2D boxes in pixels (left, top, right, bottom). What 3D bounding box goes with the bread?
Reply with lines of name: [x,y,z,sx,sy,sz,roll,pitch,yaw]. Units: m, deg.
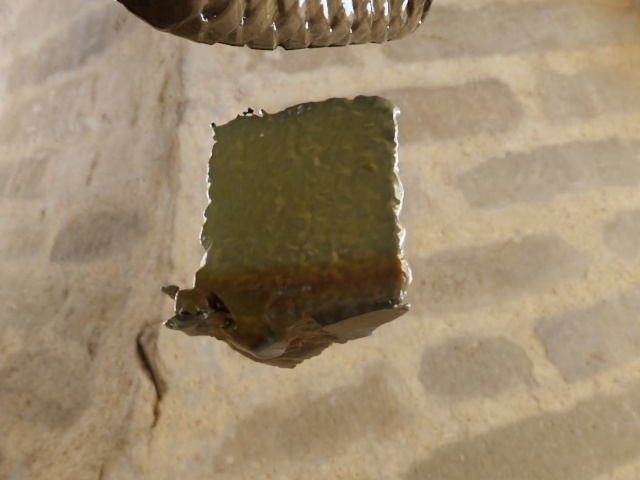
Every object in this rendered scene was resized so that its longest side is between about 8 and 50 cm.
bread: [0.000,0.000,0.553,0.152,0.147,0.127,-13,153,35]

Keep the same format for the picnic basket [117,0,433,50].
picnic basket: [-0.020,-0.130,0.366,0.193,0.110,0.055,-22,156,-54]
